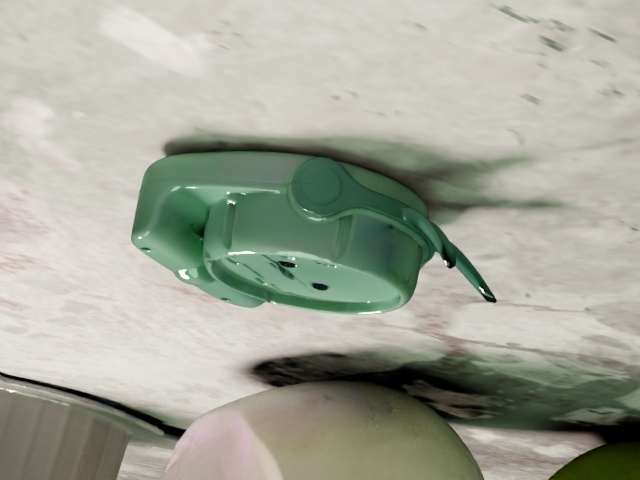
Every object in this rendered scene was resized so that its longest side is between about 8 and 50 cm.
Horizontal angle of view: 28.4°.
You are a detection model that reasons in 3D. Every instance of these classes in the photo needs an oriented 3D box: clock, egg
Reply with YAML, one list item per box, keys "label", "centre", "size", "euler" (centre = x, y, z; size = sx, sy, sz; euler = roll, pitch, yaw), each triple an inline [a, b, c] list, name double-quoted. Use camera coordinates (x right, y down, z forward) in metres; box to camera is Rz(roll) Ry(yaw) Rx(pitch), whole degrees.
- label: "clock"
  centre: [0.000, 0.000, 0.505]
  size: [0.135, 0.041, 0.101]
  euler: [1, 160, 28]
- label: "egg"
  centre: [0.012, 0.169, 0.843]
  size: [0.206, 0.161, 0.271]
  euler: [-15, -144, -34]

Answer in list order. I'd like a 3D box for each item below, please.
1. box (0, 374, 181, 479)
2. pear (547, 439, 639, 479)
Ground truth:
- label: "box"
  centre: [-0.282, 0.258, 1.211]
  size: [0.291, 0.206, 0.262]
  euler: [19, 161, -18]
- label: "pear"
  centre: [0.224, 0.226, 0.878]
  size: [0.188, 0.187, 0.219]
  euler: [11, 171, 0]
